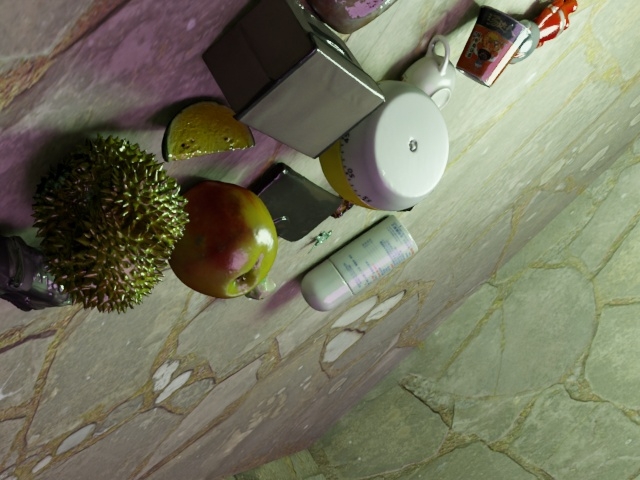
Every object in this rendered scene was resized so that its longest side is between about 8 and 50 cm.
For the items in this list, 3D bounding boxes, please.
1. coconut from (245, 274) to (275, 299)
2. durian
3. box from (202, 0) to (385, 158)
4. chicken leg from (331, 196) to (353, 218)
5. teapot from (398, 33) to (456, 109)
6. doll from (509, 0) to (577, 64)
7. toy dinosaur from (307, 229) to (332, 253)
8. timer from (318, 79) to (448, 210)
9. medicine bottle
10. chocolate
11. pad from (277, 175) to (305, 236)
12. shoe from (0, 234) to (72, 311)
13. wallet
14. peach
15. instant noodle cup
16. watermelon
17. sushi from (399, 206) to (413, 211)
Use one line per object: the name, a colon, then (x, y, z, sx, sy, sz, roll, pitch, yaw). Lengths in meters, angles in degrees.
coconut: (-0.161, 0.114, 1.955, 0.081, 0.083, 0.082, -39, 136, -10)
durian: (-0.340, -0.029, 1.256, 0.291, 0.291, 0.225, -47, 160, 24)
box: (-0.042, -0.272, 1.290, 0.188, 0.153, 0.252, -38, 156, 21)
chicken leg: (0.070, -0.109, 1.907, 0.062, 0.037, 0.145, 18, 125, -42)
teapot: (0.229, -0.332, 1.633, 0.145, 0.092, 0.226, -20, 148, -33)
doll: (0.476, -0.464, 1.727, 0.245, 0.076, 0.142, -31, 155, -18)
toy dinosaur: (0.000, 0.000, 2.026, 0.083, 0.021, 0.062, -48, 166, 24)
timer: (0.097, -0.193, 1.580, 0.285, 0.285, 0.285, -29, 155, -15)
medicine bottle: (0.099, 0.073, 2.152, 0.341, 0.130, 0.130, -35, 156, -3)
chocolate: (0.102, -0.440, 1.270, 0.261, 0.083, 0.161, -41, 154, 14)
pad: (-0.116, -0.045, 1.808, 0.265, 0.009, 0.159, -39, 155, 5)
shoe: (-0.486, 0.046, 1.320, 0.149, 0.109, 0.293, -10, 161, -2)
wallet: (-0.070, -0.077, 1.755, 0.165, 0.042, 0.309, -44, 155, 10)
peach: (-0.199, -0.004, 1.524, 0.231, 0.231, 0.231, -29, 155, -15)
instant noodle cup: (0.348, -0.394, 1.583, 0.127, 0.127, 0.135, 12, 111, -59)
watermelon: (-0.201, -0.197, 1.322, 0.182, 0.092, 0.075, -14, 134, -38)
sushi: (0.189, -0.144, 1.875, 0.127, 0.124, 0.225, -41, 158, 6)
